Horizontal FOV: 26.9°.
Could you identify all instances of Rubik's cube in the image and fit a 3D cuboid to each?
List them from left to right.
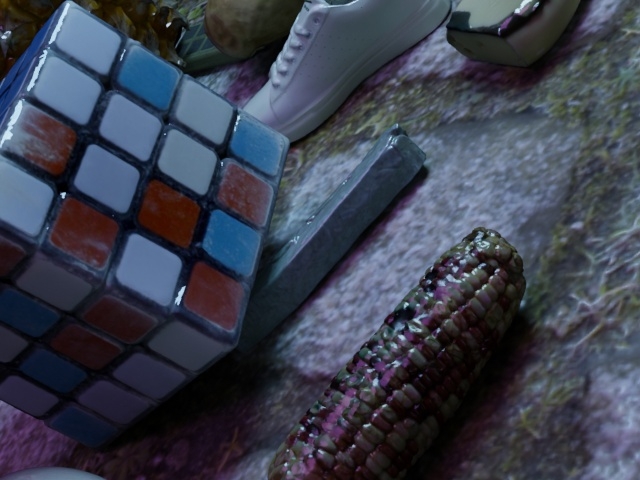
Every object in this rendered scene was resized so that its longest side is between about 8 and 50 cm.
[{"bbox_3d":[-0.212,-0.007,1.202,0.259,0.253,0.256,-35,31,44],"label":"Rubik's cube"}]

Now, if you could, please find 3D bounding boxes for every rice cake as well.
[{"bbox_3d":[0.000,0.000,1.191,0.245,0.045,0.042,-48,22,-1],"label":"rice cake"}]

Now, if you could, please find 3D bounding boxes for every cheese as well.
[{"bbox_3d":[0.220,-0.267,1.229,0.251,0.054,0.127,-52,32,-11],"label":"cheese"}]

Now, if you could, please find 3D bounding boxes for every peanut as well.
[{"bbox_3d":[-0.057,-0.320,1.527,0.137,0.122,0.253,6,67,7],"label":"peanut"}]

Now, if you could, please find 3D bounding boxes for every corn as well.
[{"bbox_3d":[0.062,0.101,0.973,0.253,0.086,0.086,-51,32,-11],"label":"corn"}]

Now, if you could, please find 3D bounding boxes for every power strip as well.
[{"bbox_3d":[-0.117,-0.244,1.614,0.168,0.028,0.076,-8,47,45],"label":"power strip"}]

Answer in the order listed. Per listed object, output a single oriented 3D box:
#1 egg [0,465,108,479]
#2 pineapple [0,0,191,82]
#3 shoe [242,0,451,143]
[{"bbox_3d":[-0.204,0.253,1.046,0.209,0.151,0.151,-5,50,44],"label":"egg"},{"bbox_3d":[-0.340,-0.291,1.549,0.352,0.300,0.352,-13,44,13],"label":"pineapple"},{"bbox_3d":[0.000,-0.203,1.360,0.265,0.110,0.095,-36,34,10],"label":"shoe"}]
